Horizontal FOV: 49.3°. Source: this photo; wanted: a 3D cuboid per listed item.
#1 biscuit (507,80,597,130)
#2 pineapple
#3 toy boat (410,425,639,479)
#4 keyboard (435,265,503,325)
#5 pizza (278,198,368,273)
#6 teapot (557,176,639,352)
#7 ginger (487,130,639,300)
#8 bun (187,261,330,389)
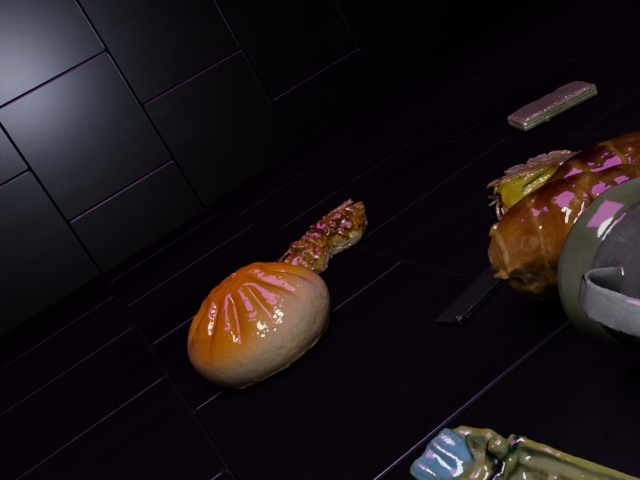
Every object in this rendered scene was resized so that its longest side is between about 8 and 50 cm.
[{"bbox_3d":[0.578,-0.339,1.750,0.199,0.041,0.121,-28,19,4],"label":"biscuit"},{"bbox_3d":[0.401,-0.100,1.223,0.236,0.115,0.186,-37,18,-33],"label":"pineapple"},{"bbox_3d":[0.202,0.243,0.608,0.111,0.084,0.276,-36,21,-28],"label":"toy boat"},{"bbox_3d":[0.262,0.073,1.114,0.195,0.018,0.060,-38,11,-27],"label":"keyboard"},{"bbox_3d":[0.000,0.000,1.639,0.305,0.086,0.161,-39,20,-24],"label":"pizza"},{"bbox_3d":[0.363,0.061,0.608,0.270,0.201,0.337,4,11,-15],"label":"teapot"},{"bbox_3d":[0.401,-0.052,0.939,0.357,0.152,0.274,-32,2,-36],"label":"ginger"},{"bbox_3d":[-0.127,0.133,1.324,0.298,0.165,0.299,-25,18,9],"label":"bun"}]
